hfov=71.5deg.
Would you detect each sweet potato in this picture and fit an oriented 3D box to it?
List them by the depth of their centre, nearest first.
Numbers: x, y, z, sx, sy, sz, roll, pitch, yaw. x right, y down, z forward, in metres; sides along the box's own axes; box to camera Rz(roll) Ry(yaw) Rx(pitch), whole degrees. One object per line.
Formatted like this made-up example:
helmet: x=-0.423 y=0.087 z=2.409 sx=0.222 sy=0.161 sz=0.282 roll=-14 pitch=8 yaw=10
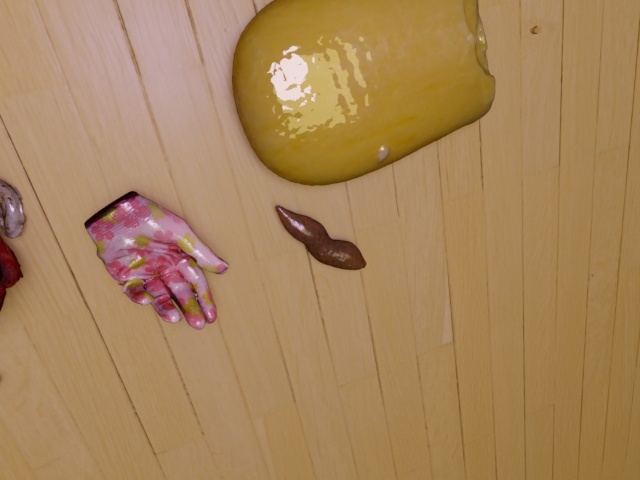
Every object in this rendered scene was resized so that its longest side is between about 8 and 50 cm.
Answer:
sweet potato: x=-0.002 y=0.003 z=0.830 sx=0.218 sy=0.051 sz=0.065 roll=32 pitch=100 yaw=-25

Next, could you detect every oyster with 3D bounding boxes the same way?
oyster: x=-0.469 y=-0.047 z=0.640 sx=0.038 sy=0.081 sz=0.083 roll=-5 pitch=77 yaw=6

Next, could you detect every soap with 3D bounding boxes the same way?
soap: x=0.070 y=-0.262 z=0.726 sx=0.427 sy=0.115 sz=0.306 roll=-21 pitch=118 yaw=-11

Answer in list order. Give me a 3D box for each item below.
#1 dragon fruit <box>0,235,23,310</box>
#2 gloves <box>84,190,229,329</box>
dragon fruit: x=-0.552 y=0.053 z=0.529 sx=0.302 sy=0.295 sz=0.296 roll=-49 pitch=117 yaw=-12
gloves: x=-0.254 y=0.040 z=0.719 sx=0.145 sy=0.126 sz=0.241 roll=-45 pitch=116 yaw=-27
